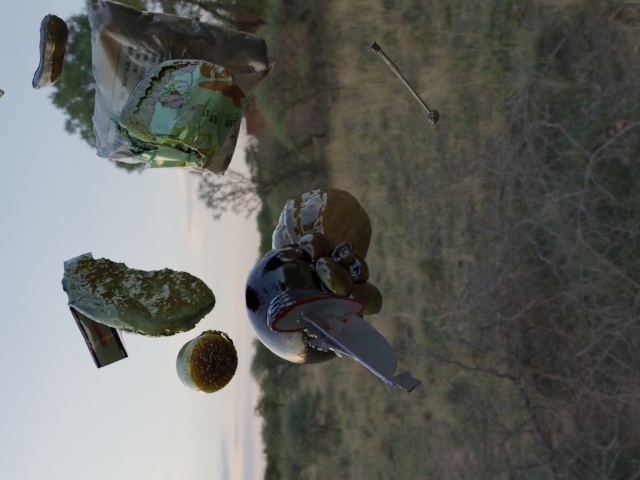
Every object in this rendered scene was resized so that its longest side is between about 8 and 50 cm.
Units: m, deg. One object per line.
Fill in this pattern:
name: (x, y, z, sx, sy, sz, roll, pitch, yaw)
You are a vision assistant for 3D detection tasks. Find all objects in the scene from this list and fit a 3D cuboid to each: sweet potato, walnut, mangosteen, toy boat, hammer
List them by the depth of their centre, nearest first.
hammer: (0.102, -0.187, 0.722, 0.123, 0.014, 0.029, 45, -147, -20)
toy boat: (0.055, 0.166, 1.129, 0.219, 0.319, 0.071, -27, -48, -61)
mangosteen: (-0.016, 0.131, 1.473, 0.347, 0.307, 0.306, -41, 31, 25)
sweet potato: (-0.680, -0.458, 1.531, 0.233, 0.062, 0.081, -55, 53, 38)
walnut: (0.002, 0.003, 1.806, 0.344, 0.307, 0.305, -69, -18, -64)

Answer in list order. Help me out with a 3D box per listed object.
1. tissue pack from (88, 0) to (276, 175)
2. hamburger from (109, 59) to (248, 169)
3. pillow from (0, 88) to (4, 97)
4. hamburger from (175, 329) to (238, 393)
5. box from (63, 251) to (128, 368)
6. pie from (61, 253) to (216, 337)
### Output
tissue pack: (-0.336, -0.326, 1.384, 0.195, 0.391, 0.375, -98, 27, -42)
hamburger: (-0.263, -0.218, 1.050, 0.214, 0.235, 0.125, -56, -22, -35)
pillow: (-0.858, -0.362, 1.399, 0.128, 0.229, 0.050, -12, 69, 43)
hamburger: (-0.236, 0.257, 1.298, 0.141, 0.082, 0.126, -33, -78, -47)
box: (-0.606, 0.180, 1.633, 0.310, 0.084, 0.198, 40, 147, 58)
pie: (-0.435, 0.134, 1.478, 0.296, 0.372, 0.078, -117, 44, -65)
